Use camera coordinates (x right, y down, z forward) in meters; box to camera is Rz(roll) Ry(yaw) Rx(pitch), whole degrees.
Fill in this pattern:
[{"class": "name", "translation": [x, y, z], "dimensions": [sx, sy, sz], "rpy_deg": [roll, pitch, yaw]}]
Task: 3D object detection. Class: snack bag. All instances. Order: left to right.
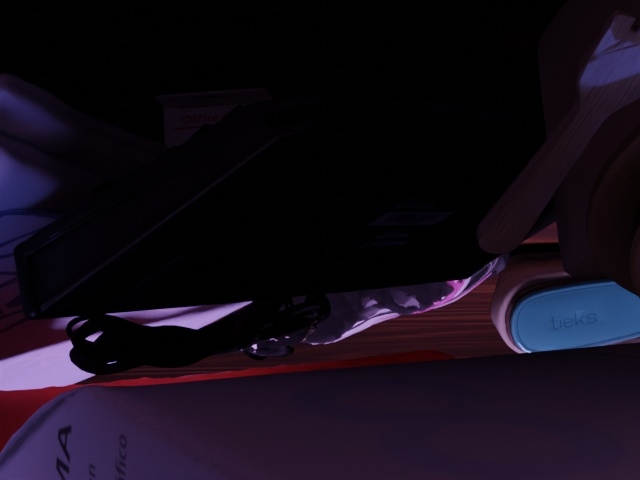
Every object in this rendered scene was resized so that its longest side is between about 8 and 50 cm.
[{"class": "snack bag", "translation": [-0.182, 0.042, 0.615], "dimensions": [0.323, 0.037, 0.342], "rpy_deg": [-24, 167, 13]}]

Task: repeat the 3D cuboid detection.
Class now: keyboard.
[{"class": "keyboard", "translation": [0.000, 0.000, 0.593], "dimensions": [0.201, 0.033, 0.317], "rpy_deg": [-34, 163, 27]}]

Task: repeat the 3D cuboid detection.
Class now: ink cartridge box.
[{"class": "ink cartridge box", "translation": [-0.037, -0.039, 0.636], "dimensions": [0.048, 0.028, 0.083], "rpy_deg": [-4, 169, 8]}, {"class": "ink cartridge box", "translation": [0.039, 0.062, 0.530], "dimensions": [0.308, 0.091, 0.385], "rpy_deg": [-3, -168, -32]}]

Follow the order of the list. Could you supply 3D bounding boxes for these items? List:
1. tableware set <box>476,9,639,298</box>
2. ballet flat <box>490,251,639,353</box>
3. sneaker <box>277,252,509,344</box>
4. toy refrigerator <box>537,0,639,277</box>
[{"class": "tableware set", "translation": [0.133, -0.037, 0.343], "dimensions": [0.128, 0.039, 0.194], "rpy_deg": [10, 135, -22]}, {"class": "ballet flat", "translation": [0.239, 0.034, 1.038], "dimensions": [0.248, 0.086, 0.086], "rpy_deg": [-1, 170, -1]}, {"class": "sneaker", "translation": [0.042, 0.022, 0.913], "dimensions": [0.077, 0.072, 0.178], "rpy_deg": [-8, -178, -41]}, {"class": "toy refrigerator", "translation": [0.215, -0.047, 0.475], "dimensions": [0.269, 0.094, 0.102], "rpy_deg": [-1, 163, -10]}]
